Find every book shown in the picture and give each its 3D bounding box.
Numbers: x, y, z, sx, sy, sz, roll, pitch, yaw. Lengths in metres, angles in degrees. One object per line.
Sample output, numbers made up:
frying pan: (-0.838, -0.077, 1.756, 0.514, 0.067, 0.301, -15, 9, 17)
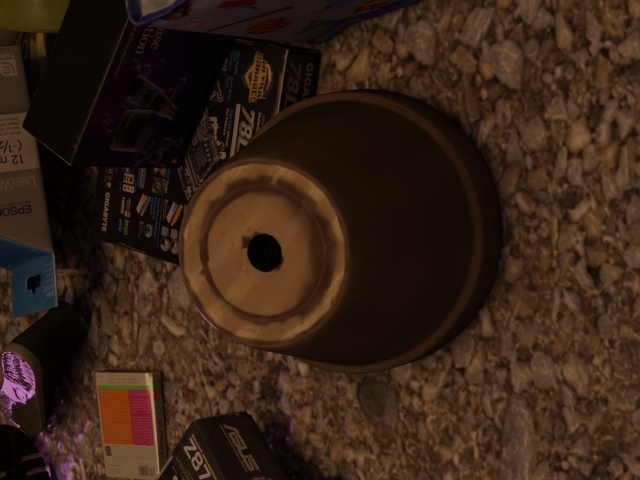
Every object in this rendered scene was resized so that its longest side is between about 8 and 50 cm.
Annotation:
book: (-0.250, 0.246, 1.962, 0.096, 0.035, 0.144, -1, 93, 35)

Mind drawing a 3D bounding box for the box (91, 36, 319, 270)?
box: (-0.151, -0.114, 1.829, 0.293, 0.073, 0.295, 14, 102, 36)

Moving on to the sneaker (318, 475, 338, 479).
sneaker: (0.063, 0.331, 1.696, 0.221, 0.083, 0.087, 10, 97, 35)

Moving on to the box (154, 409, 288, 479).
box: (-0.097, 0.455, 1.761, 0.395, 0.097, 0.318, 57, 135, 30)

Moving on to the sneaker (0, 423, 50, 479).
sneaker: (-0.447, 0.412, 2.082, 0.162, 0.106, 0.281, -30, 78, 39)

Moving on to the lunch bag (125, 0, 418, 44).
lunch bag: (-0.063, -0.430, 1.572, 0.239, 0.328, 0.385, -18, 81, 33)

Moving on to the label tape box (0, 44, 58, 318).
label tape box: (-0.456, -0.067, 1.987, 0.249, 0.115, 0.347, 166, 97, -65)

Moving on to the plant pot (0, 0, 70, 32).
plant pot: (-0.314, -0.443, 1.784, 0.366, 0.366, 0.353, 15, 114, 36)

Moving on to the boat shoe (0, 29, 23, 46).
boat shoe: (-0.468, -0.372, 2.039, 0.079, 0.095, 0.254, -6, 88, 36)

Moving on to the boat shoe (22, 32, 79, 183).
boat shoe: (-0.369, -0.186, 1.993, 0.073, 0.080, 0.223, -5, 85, 44)

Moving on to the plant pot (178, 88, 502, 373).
plant pot: (0.000, 0.000, 1.549, 0.323, 0.280, 0.323, 2, 96, 22)

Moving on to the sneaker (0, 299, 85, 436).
sneaker: (-0.380, 0.182, 2.038, 0.083, 0.118, 0.222, 35, 144, 10)

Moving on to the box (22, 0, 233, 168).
box: (-0.209, -0.219, 1.710, 0.103, 0.184, 0.261, 36, 112, 28)
